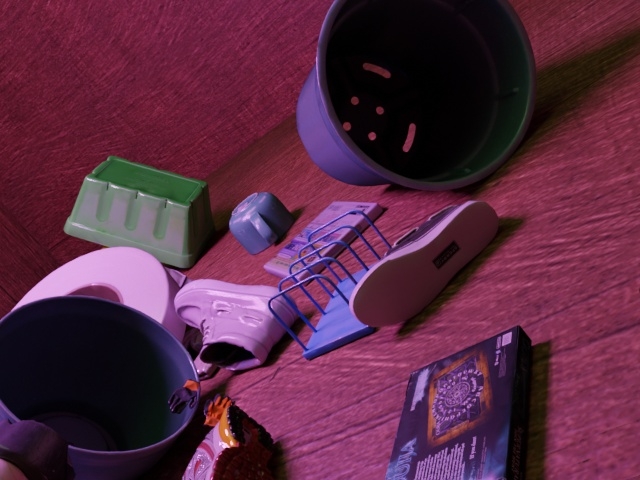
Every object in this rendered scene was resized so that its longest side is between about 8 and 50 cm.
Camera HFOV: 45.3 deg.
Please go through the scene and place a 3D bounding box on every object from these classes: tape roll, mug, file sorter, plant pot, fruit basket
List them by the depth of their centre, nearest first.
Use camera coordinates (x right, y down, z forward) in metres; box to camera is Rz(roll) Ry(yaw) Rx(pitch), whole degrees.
[{"bbox_3d":[0.019,0.055,1.041,0.118,0.104,0.170,-29,19,35],"label":"file sorter"},{"bbox_3d":[-0.342,0.248,1.090,0.196,0.293,0.293,-62,4,28],"label":"plant pot"},{"bbox_3d":[0.118,-0.231,1.258,0.341,0.341,0.334,-43,7,-13],"label":"plant pot"},{"bbox_3d":[-0.427,0.180,1.382,0.392,0.072,0.392,-15,44,15],"label":"tape roll"},{"bbox_3d":[-0.130,-0.048,1.684,0.158,0.097,0.129,-18,26,54],"label":"mug"},{"bbox_3d":[-0.499,-0.002,2.108,0.392,0.392,0.283,-32,17,25],"label":"fruit basket"}]

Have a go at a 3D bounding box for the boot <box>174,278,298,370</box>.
[{"bbox_3d":[-0.162,0.134,1.196,0.258,0.095,0.123,-5,38,41],"label":"boot"}]

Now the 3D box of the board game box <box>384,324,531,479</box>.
[{"bbox_3d":[0.119,0.160,0.661,0.126,0.026,0.186,-30,18,31],"label":"board game box"}]

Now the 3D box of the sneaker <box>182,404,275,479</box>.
[{"bbox_3d":[-0.098,0.263,0.800,0.092,0.088,0.225,-49,9,7],"label":"sneaker"}]

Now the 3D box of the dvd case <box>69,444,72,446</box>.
[{"bbox_3d":[-0.525,0.413,1.444,0.239,0.029,0.179,-39,16,4],"label":"dvd case"}]

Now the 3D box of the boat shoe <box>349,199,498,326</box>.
[{"bbox_3d":[0.121,0.028,0.945,0.219,0.077,0.070,-35,15,-14],"label":"boat shoe"}]

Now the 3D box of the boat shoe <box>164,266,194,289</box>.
[{"bbox_3d":[-0.363,0.139,1.545,0.136,0.156,0.367,-51,11,23],"label":"boat shoe"}]

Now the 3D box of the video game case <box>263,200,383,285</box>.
[{"bbox_3d":[0.000,0.000,1.392,0.193,0.023,0.212,-43,17,-12],"label":"video game case"}]

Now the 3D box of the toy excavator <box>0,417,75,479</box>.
[{"bbox_3d":[-0.470,0.419,0.873,0.445,0.432,0.222,-3,29,17],"label":"toy excavator"}]

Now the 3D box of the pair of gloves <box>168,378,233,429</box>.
[{"bbox_3d":[-0.164,0.224,1.056,0.074,0.083,0.010,-59,-11,-61],"label":"pair of gloves"}]

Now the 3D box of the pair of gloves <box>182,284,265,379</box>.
[{"bbox_3d":[-0.201,0.166,1.358,0.204,0.042,0.240,-49,17,-31],"label":"pair of gloves"}]
